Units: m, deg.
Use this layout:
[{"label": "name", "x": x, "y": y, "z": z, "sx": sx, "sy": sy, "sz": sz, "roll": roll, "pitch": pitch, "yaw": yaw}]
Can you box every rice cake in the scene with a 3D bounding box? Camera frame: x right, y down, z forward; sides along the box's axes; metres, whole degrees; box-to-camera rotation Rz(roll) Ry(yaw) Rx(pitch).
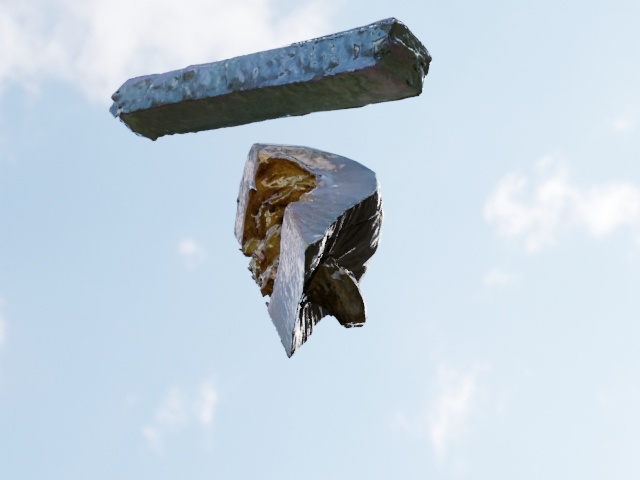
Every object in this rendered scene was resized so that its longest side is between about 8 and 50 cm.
[{"label": "rice cake", "x": -0.036, "y": -0.093, "z": 0.889, "sx": 0.043, "sy": 0.211, "sz": 0.034, "roll": 41, "pitch": -129, "yaw": -48}]

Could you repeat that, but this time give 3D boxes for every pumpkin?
[{"label": "pumpkin", "x": 0.004, "y": 0.003, "z": 1.384, "sx": 0.126, "sy": 0.248, "sz": 0.131, "roll": 7, "pitch": -60, "yaw": -18}]
